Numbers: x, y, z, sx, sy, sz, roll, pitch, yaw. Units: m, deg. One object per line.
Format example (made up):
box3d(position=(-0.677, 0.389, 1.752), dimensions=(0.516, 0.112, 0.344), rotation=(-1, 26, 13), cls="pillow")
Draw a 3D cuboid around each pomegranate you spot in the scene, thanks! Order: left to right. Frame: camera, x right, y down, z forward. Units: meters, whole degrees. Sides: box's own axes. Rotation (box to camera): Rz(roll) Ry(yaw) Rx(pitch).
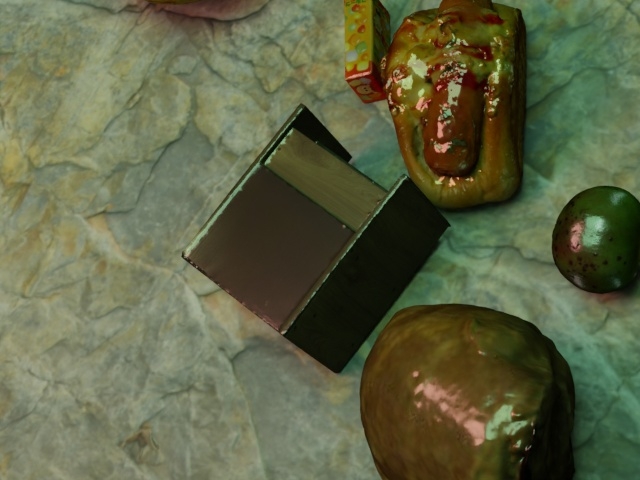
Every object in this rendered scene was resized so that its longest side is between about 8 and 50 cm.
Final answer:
box3d(position=(0.309, 0.003, 1.762), dimensions=(0.142, 0.114, 0.114), rotation=(10, 70, 20), cls="pomegranate")

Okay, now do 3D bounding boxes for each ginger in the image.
box3d(position=(0.137, 0.165, 1.665), dimensions=(0.223, 0.269, 0.200), rotation=(6, 96, 19), cls="ginger")

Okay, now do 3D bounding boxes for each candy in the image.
box3d(position=(0.056, -0.231, 2.021), dimensions=(0.038, 0.062, 0.122), rotation=(-11, 62, 21), cls="candy")

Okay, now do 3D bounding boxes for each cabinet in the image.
box3d(position=(0.000, 0.000, 1.881), dimensions=(0.175, 0.148, 0.215), rotation=(36, 87, 33), cls="cabinet")

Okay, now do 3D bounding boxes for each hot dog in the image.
box3d(position=(0.153, -0.173, 1.891), dimensions=(0.150, 0.153, 0.256), rotation=(-6, 63, 22), cls="hot dog")

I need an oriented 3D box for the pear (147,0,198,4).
box3d(position=(-0.202, -0.421, 2.111), dimensions=(0.271, 0.271, 0.271), rotation=(-10, 62, 20), cls="pear")
